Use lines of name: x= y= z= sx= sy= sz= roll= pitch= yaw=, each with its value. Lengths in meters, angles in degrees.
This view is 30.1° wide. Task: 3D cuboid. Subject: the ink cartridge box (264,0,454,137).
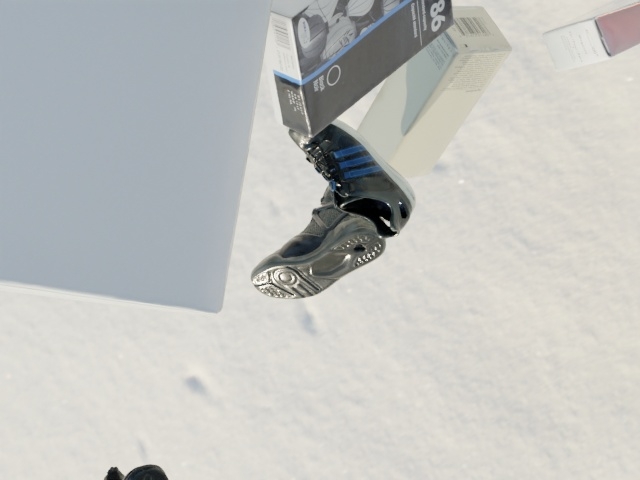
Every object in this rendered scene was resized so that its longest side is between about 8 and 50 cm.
ink cartridge box: x=0.066 y=-0.275 z=1.364 sx=0.065 sy=0.332 sz=0.165 roll=26 pitch=145 yaw=33

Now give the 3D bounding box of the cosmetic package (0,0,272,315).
cosmetic package: x=-0.286 y=-0.121 z=1.133 sx=0.393 sy=0.327 sz=0.329 roll=6 pitch=86 yaw=64

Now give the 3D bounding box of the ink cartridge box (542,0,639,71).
ink cartridge box: x=0.441 y=-0.294 z=1.429 sx=0.060 sy=0.275 sz=0.239 roll=66 pitch=163 yaw=-9

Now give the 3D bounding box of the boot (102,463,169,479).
boot: x=-0.156 y=0.218 z=0.976 sx=0.099 sy=0.045 sz=0.121 roll=-141 pitch=49 yaw=-58

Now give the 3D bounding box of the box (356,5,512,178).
box: x=0.158 y=-0.212 z=1.744 sx=0.094 sy=0.113 sz=0.275 roll=61 pitch=140 yaw=27

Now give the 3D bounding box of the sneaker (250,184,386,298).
sneaker: x=0.000 y=0.000 z=1.717 sx=0.227 sy=0.130 sz=0.087 roll=-30 pitch=122 yaw=30

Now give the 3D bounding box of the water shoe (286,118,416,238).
water shoe: x=0.036 y=-0.084 z=1.519 sx=0.203 sy=0.080 sz=0.073 roll=36 pitch=140 yaw=-12
